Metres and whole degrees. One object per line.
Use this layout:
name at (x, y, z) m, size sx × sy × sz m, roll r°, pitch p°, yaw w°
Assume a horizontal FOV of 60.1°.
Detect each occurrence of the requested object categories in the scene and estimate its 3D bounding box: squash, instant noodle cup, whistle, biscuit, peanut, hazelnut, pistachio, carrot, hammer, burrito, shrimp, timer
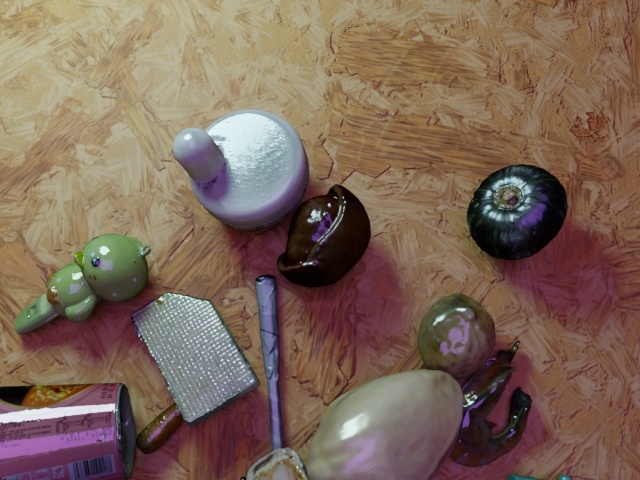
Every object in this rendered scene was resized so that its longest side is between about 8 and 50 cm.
squash at (0.383, -0.054, 1.086) m, size 0.193 × 0.156 × 0.193 m, roll -18°, pitch 36°, yaw 14°
instant noodle cup at (-0.455, 0.342, 0.934) m, size 0.254 × 0.244 × 0.244 m, roll -7°, pitch 74°, yaw -12°
whistle at (-0.453, 0.078, 1.039) m, size 0.293 × 0.141 × 0.141 m, roll -23°, pitch 76°, yaw -8°
biscuit at (-0.237, 0.204, 1.036) m, size 0.150 × 0.052 × 0.252 m, roll -32°, pitch 67°, yaw -14°
peanut at (0.254, 0.184, 1.045) m, size 0.140 × 0.109 × 0.159 m, roll 40°, pitch 88°, yaw 20°
hazelnut at (0.003, -0.001, 1.054) m, size 0.201 × 0.170 × 0.161 m, roll -38°, pitch 85°, yaw -23°
pistachio at (0.111, 0.339, 0.944) m, size 0.317 × 0.194 × 0.214 m, roll -31°, pitch 45°, yaw -14°
carrot at (-0.260, 0.313, 1.024) m, size 0.047 × 0.047 × 0.191 m, roll 43°, pitch 75°, yaw 10°
hammer at (-0.080, 0.273, 1.045) m, size 0.152 × 0.044 × 0.428 m, roll -3°, pitch 73°, yaw -2°
burrito at (-0.075, 0.496, 0.891) m, size 0.105 × 0.143 × 0.300 m, roll -4°, pitch 112°, yaw -30°
shrimp at (0.330, 0.313, 1.035) m, size 0.254 × 0.059 × 0.145 m, roll -43°, pitch 82°, yaw -12°
timer at (-0.142, -0.142, 1.051) m, size 0.233 × 0.240 × 0.234 m, roll -2°, pitch 73°, yaw 8°

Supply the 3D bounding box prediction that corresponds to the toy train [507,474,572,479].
toy train at (0.436, 0.496, 0.972) m, size 0.247 × 0.101 × 0.159 m, roll 9°, pitch 61°, yaw 0°
